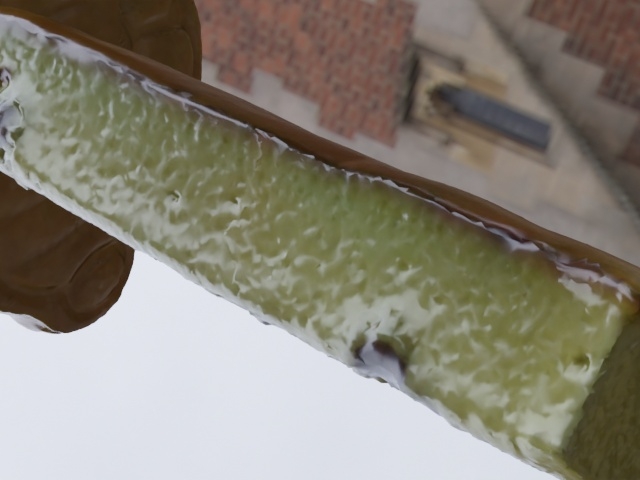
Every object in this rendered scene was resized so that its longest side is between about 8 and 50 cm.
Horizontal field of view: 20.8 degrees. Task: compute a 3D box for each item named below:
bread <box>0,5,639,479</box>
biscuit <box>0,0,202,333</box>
[{"bbox_3d":[0.000,0.000,0.687,0.138,0.361,0.077,25,-90,-50],"label":"bread"},{"bbox_3d":[-0.190,-0.115,1.068,0.312,0.057,0.351,-57,-46,-29],"label":"biscuit"}]
